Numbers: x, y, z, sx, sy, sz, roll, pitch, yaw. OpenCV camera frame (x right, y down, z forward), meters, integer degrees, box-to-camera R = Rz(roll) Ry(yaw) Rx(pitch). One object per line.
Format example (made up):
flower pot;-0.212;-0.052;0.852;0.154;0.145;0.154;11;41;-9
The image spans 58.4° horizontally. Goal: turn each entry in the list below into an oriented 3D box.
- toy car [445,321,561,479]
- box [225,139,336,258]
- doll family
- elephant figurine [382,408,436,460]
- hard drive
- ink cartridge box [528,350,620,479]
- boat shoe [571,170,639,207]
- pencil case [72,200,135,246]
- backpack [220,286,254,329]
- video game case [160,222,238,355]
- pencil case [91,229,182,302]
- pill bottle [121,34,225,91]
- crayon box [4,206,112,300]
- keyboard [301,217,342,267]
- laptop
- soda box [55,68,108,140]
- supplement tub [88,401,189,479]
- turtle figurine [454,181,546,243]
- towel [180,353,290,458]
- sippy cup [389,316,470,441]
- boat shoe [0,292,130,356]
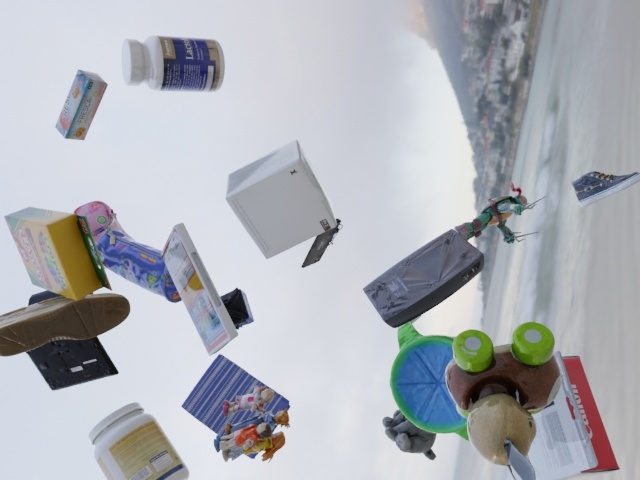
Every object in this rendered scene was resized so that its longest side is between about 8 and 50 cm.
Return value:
toy car;0.244;0.227;0.721;0.188;0.149;0.155;-91;-11;-46
box;-0.085;-0.089;1.249;0.181;0.182;0.119;59;-169;-29
doll family;-0.160;0.475;1.442;0.263;0.163;0.118;-99;-7;-75
elephant figurine;0.309;0.507;1.696;0.186;0.169;0.239;22;-73;-49
hard drive;0.230;0.086;1.277;0.054;0.254;0.172;55;-179;-26
ink cartridge box;0.678;0.490;1.581;0.272;0.130;0.309;116;151;-56
boat shoe;0.782;-0.163;1.572;0.065;0.183;0.083;-14;-102;-44
pencil case;-0.668;-0.020;1.791;0.284;0.124;0.124;94;-168;-67
backpack;-0.246;0.201;1.536;0.101;0.120;0.098;67;-179;-63
video game case;-0.290;0.121;1.340;0.025;0.285;0.204;-23;-10;-31
pencil case;-0.496;0.063;1.597;0.119;0.306;0.133;-48;-31;-39
pill bottle;-0.420;-0.501;1.630;0.264;0.153;0.153;-8;-67;-29
crayon box;-0.653;0.029;1.418;0.081;0.318;0.202;-31;-63;-42
keyboard;0.000;0.000;1.674;0.100;0.038;0.192;-19;-29;-39
laptop;-0.720;0.273;1.664;0.136;0.234;0.264;-75;-35;-64
soda box;-0.640;-0.359;1.529;0.063;0.058;0.183;-6;-45;-58
supplement tub;-0.614;0.732;1.928;0.228;0.316;0.228;-36;-17;-13
turtle figurine;0.464;-0.054;1.484;0.175;0.234;0.118;53;-167;-53
towel;-0.306;0.602;2.090;0.243;0.336;0.040;-55;-13;-15
sippy cup;0.319;0.338;1.440;0.224;0.240;0.306;0;-90;-64
boat shoe;-0.673;0.192;1.480;0.341;0.110;0.122;-12;-60;-29
